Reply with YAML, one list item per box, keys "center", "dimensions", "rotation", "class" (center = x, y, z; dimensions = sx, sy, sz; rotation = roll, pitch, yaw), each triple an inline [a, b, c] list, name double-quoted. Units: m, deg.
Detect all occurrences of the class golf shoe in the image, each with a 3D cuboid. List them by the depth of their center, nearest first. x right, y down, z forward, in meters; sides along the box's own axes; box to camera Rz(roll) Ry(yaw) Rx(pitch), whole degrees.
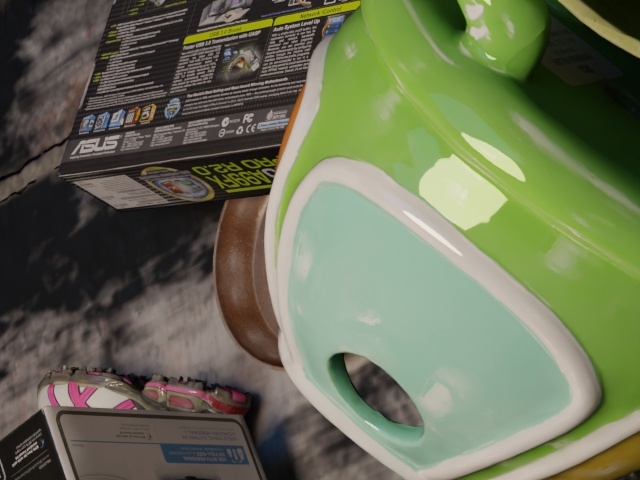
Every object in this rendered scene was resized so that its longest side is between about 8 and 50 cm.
- center: [-0.125, 0.126, 1.258]
  dimensions: [0.186, 0.067, 0.086]
  rotation: [3, 81, 46]
  class: "golf shoe"

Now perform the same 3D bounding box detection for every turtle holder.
- center: [0.123, 0.013, 0.919]
  dimensions: [0.227, 0.320, 0.243]
  rotation: [-55, 15, 22]
  class: "turtle holder"

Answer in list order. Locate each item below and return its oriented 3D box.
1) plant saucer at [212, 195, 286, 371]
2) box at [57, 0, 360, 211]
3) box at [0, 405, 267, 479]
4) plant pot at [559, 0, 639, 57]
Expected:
- center: [0.000, 0.000, 1.201]
  dimensions: [0.168, 0.029, 0.168]
  rotation: [-17, 66, 42]
  class: "plant saucer"
- center: [-0.034, -0.135, 1.230]
  dimensions: [0.270, 0.060, 0.216]
  rotation: [-6, 61, 44]
  class: "box"
- center: [-0.075, 0.239, 1.066]
  dimensions: [0.087, 0.169, 0.290]
  rotation: [-37, 61, 30]
  class: "box"
- center: [0.190, -0.239, 0.901]
  dimensions: [0.275, 0.275, 0.293]
  rotation: [-57, 11, 16]
  class: "plant pot"
